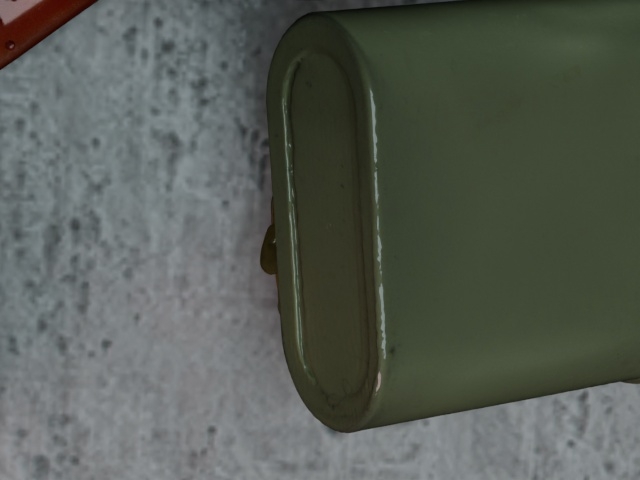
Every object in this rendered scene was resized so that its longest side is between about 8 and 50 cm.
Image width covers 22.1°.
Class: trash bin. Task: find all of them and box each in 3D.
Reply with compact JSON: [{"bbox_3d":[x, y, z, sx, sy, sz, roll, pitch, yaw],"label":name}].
[{"bbox_3d":[0.101,-0.023,0.935,0.247,0.121,0.243,-7,98,-34],"label":"trash bin"}]

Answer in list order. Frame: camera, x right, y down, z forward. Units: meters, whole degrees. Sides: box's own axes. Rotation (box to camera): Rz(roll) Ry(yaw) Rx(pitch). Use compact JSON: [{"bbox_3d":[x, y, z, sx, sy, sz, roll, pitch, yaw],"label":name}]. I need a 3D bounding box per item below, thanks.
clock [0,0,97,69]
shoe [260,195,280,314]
[{"bbox_3d":[-0.164,-0.175,0.920,0.155,0.061,0.113,-37,104,-6],"label":"clock"},{"bbox_3d":[0.003,0.002,0.976,0.072,0.069,0.109,18,93,-15],"label":"shoe"}]
